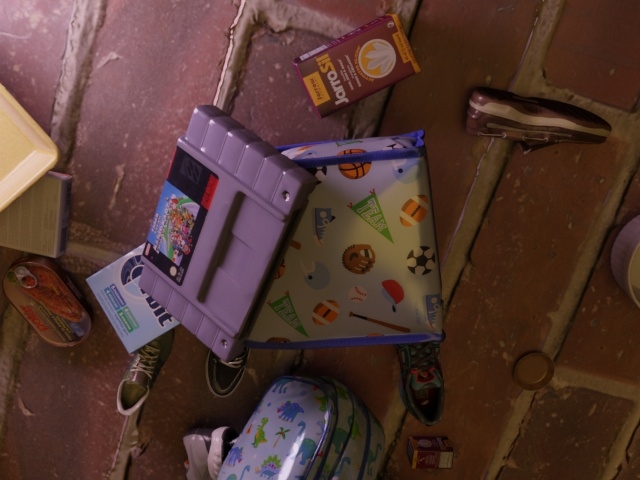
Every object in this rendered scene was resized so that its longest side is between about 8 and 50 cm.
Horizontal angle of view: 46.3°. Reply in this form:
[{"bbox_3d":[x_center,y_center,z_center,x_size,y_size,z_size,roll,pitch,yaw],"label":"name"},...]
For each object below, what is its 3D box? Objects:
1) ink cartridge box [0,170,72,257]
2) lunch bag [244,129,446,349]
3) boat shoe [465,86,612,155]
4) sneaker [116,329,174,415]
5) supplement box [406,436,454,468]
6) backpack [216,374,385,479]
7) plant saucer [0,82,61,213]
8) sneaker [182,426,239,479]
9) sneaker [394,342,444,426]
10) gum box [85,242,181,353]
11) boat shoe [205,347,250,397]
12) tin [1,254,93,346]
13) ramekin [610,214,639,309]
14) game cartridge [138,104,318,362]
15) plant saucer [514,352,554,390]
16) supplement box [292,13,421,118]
[{"bbox_3d":[-0.527,-0.058,1.304,0.179,0.045,0.145,13,106,9],"label":"ink cartridge box"},{"bbox_3d":[0.000,0.000,1.248,0.385,0.239,0.328,-7,103,10],"label":"lunch bag"},{"bbox_3d":[0.379,-0.199,1.327,0.257,0.095,0.095,13,119,-3],"label":"boat shoe"},{"bbox_3d":[-0.324,0.239,1.380,0.064,0.086,0.192,25,103,-12],"label":"sneaker"},{"bbox_3d":[0.221,0.428,1.510,0.083,0.055,0.043,2,106,-7],"label":"supplement box"},{"bbox_3d":[-0.036,0.418,1.341,0.355,0.290,0.273,-44,114,-27],"label":"backpack"},{"bbox_3d":[-0.637,-0.161,1.215,0.333,0.081,0.333,-39,99,6],"label":"plant saucer"},{"bbox_3d":[-0.210,0.480,1.471,0.108,0.100,0.272,3,110,17],"label":"sneaker"},{"bbox_3d":[0.196,0.229,1.410,0.104,0.125,0.262,-14,108,-2],"label":"sneaker"},{"bbox_3d":[-0.299,0.088,1.338,0.184,0.041,0.157,-30,89,3],"label":"gum box"},{"bbox_3d":[-0.169,0.200,1.392,0.077,0.070,0.219,11,105,-9],"label":"boat shoe"},{"bbox_3d":[-0.484,0.109,1.333,0.106,0.040,0.190,-25,119,5],"label":"tin"},{"bbox_3d":[0.651,0.037,1.408,0.207,0.109,0.207,-2,107,-6],"label":"ramekin"},{"bbox_3d":[-0.163,-0.007,1.175,0.230,0.068,0.355,34,121,17],"label":"game cartridge"},{"bbox_3d":[0.427,0.261,1.501,0.083,0.015,0.083,-2,107,-6],"label":"plant saucer"},{"bbox_3d":[0.059,-0.294,1.261,0.188,0.081,0.104,-26,108,2],"label":"supplement box"}]
